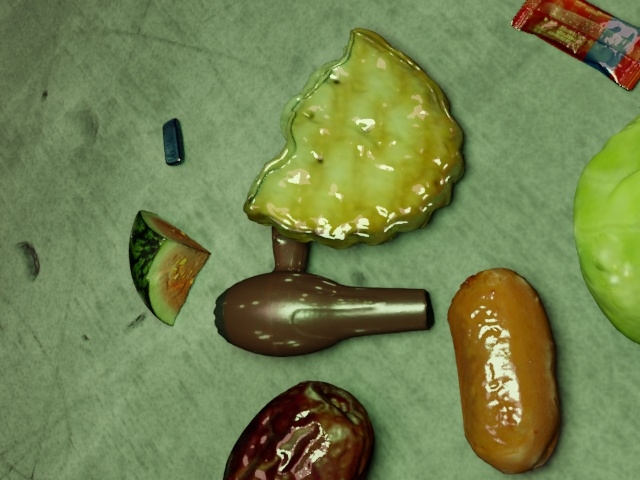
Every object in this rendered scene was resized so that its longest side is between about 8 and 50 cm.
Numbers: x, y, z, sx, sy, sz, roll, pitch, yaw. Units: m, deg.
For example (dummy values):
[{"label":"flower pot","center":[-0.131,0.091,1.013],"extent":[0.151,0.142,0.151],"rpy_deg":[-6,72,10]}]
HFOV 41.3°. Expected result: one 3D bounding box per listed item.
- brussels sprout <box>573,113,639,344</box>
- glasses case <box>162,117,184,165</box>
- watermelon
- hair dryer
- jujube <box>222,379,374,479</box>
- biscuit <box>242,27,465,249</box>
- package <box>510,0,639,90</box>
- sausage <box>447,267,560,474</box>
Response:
[{"label":"brussels sprout","center":[0.425,-0.019,0.944],"extent":[0.328,0.247,0.328],"rpy_deg":[3,117,5]},{"label":"glasses case","center":[-0.249,-0.165,1.443],"extent":[0.033,0.023,0.083],"rpy_deg":[-18,70,28]},{"label":"watermelon","center":[-0.263,0.047,1.360],"extent":[0.137,0.193,0.145],"rpy_deg":[28,96,-16]},{"label":"hair dryer","center":[0.000,0.000,1.258],"extent":[0.312,0.123,0.341],"rpy_deg":[-8,65,14]},{"label":"jujube","center":[-0.035,0.313,1.146],"extent":[0.183,0.183,0.243],"rpy_deg":[38,109,28]},{"label":"biscuit","center":[0.031,-0.133,1.234],"extent":[0.335,0.078,0.329],"rpy_deg":[-26,67,1]},{"label":"package","center":[0.362,-0.284,1.161],"extent":[0.200,0.022,0.083],"rpy_deg":[39,98,27]},{"label":"sausage","center":[0.235,0.162,1.074],"extent":[0.133,0.133,0.258],"rpy_deg":[-11,73,24]}]
